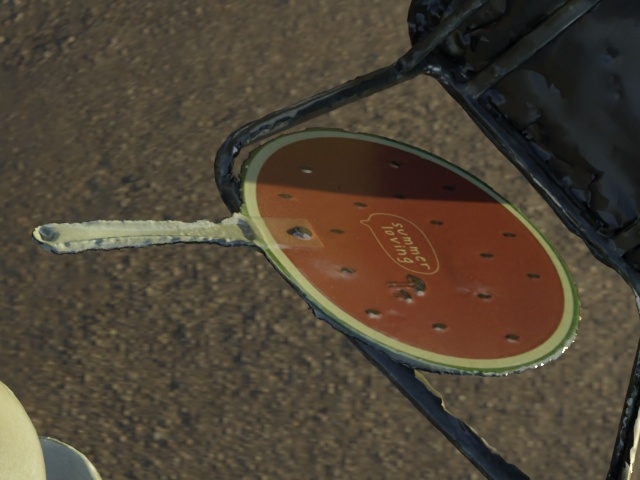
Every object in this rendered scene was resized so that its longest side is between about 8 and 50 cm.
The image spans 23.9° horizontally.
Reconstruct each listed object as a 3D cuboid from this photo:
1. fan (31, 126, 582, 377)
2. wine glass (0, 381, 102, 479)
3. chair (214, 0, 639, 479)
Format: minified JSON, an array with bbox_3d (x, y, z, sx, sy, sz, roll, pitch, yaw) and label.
[{"bbox_3d":[0.000,0.000,0.329,0.133,0.085,0.005,2,130,-32],"label":"fan"},{"bbox_3d":[-0.173,0.119,0.675,0.126,0.241,0.126,-3,71,7],"label":"wine glass"},{"bbox_3d":[0.102,-0.047,0.427,0.145,0.140,0.221,48,35,-4],"label":"chair"}]
